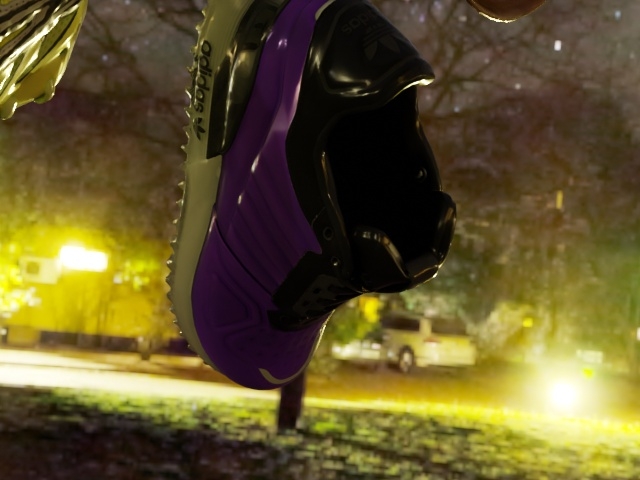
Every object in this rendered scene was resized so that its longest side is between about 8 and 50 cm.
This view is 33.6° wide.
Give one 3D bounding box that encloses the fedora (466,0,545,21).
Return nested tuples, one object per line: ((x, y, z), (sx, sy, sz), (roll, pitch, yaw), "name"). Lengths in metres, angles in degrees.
((0.106, -0.160, 0.349), (0.079, 0.194, 0.194), (22, 6, 32), "fedora")

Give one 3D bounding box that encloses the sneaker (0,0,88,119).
((-0.171, -0.073, 0.417), (0.145, 0.384, 0.147), (15, -20, 35), "sneaker")

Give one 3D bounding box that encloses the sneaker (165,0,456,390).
((-0.001, 0.000, 0.588), (0.146, 0.293, 0.102), (33, 48, 29), "sneaker")
